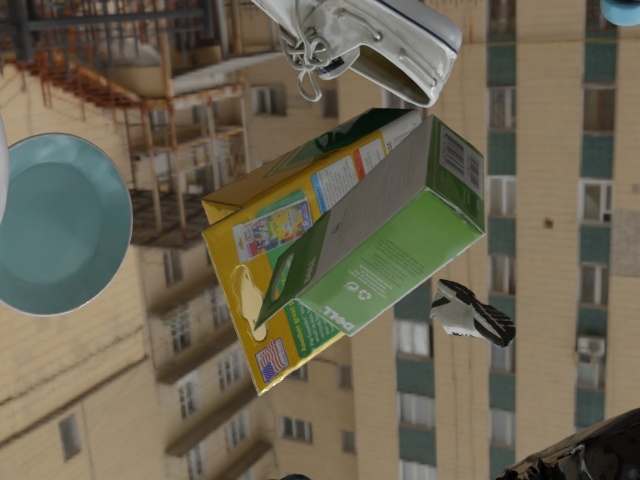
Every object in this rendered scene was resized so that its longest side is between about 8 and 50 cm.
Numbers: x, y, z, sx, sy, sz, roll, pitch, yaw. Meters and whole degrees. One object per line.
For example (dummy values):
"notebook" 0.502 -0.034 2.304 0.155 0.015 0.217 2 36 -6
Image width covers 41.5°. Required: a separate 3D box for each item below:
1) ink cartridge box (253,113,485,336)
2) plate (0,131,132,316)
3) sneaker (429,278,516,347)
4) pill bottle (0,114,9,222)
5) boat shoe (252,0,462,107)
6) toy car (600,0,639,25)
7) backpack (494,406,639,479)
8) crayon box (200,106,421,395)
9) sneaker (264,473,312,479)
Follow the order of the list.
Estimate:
"ink cartridge box" 0.039 0.004 0.691 0.209 0.062 0.109 -42 -160 33
"plate" -0.276 -0.016 0.864 0.024 0.188 0.188 9 -160 40
"sneaker" 0.143 0.077 0.802 0.040 0.043 0.109 13 -165 -31
"pill bottle" -0.256 -0.081 0.338 0.160 0.160 0.283 -17 -137 -38
"boat shoe" 0.010 -0.253 1.053 0.367 0.156 0.136 20 174 -33
"toy car" 0.440 -0.305 0.956 0.210 0.219 0.238 -19 -123 7
"backpack" 0.338 0.322 0.715 0.273 0.355 0.290 -15 158 -10
"crayon box" 0.000 0.000 0.962 0.323 0.203 0.083 -32 -152 -33
"sneaker" -0.037 0.189 0.589 0.052 0.135 0.058 13 -134 -14
